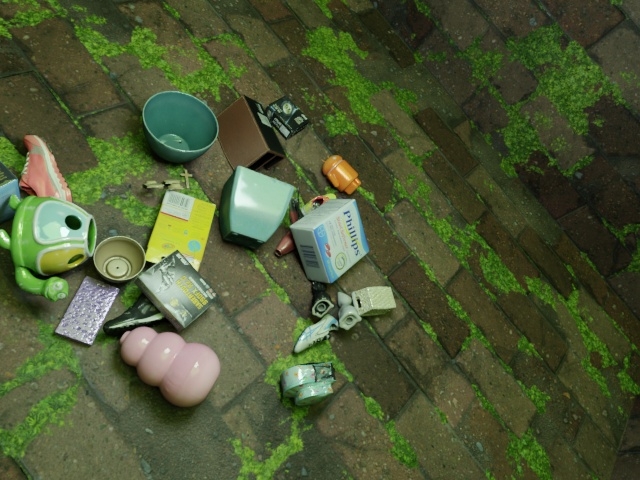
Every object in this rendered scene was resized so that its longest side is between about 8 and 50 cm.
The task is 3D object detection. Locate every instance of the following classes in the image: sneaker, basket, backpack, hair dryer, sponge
[{"bbox_3d":[-0.988,-0.237,1.571,0.136,0.116,0.313,-25,79,-35],"label":"sneaker"},{"bbox_3d":[0.238,0.265,1.992,0.167,0.103,0.113,4,63,-40],"label":"basket"},{"bbox_3d":[-0.052,0.530,1.665,0.189,0.166,0.144,11,51,-22],"label":"backpack"},{"bbox_3d":[-0.015,0.380,1.811,0.086,0.085,0.237,38,47,23],"label":"sneaker"},{"bbox_3d":[-0.120,-0.068,1.935,0.224,0.080,0.293,28,81,-54],"label":"hair dryer"},{"bbox_3d":[0.010,-0.176,2.117,0.209,0.094,0.081,-33,82,-39],"label":"sneaker"},{"bbox_3d":[-0.771,0.233,1.498,0.117,0.031,0.210,25,55,-16],"label":"sponge"},{"bbox_3d":[-0.612,0.238,1.552,0.283,0.107,0.124,-13,68,-44],"label":"sneaker"}]

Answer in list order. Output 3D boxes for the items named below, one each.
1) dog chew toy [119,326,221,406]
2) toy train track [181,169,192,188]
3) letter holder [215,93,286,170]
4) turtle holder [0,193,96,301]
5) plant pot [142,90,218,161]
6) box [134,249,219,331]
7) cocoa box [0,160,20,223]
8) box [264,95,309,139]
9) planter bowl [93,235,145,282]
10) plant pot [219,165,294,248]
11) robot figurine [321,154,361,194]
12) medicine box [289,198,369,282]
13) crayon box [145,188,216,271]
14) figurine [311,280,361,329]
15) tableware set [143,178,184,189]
[{"bbox_3d":[-0.497,0.396,1.470,0.332,0.206,0.206,31,54,-3],"label":"dog chew toy"},{"bbox_3d":[-0.561,-0.255,1.887,0.048,0.014,0.083,1,71,-37],"label":"toy train track"},{"bbox_3d":[-0.330,-0.463,2.060,0.152,0.214,0.301,4,57,-64],"label":"letter holder"},{"bbox_3d":[-0.847,0.005,1.415,0.228,0.243,0.320,1,36,-14],"label":"turtle holder"},{"bbox_3d":[-0.588,-0.432,1.849,0.290,0.195,0.290,13,60,-24],"label":"plant pot"},{"bbox_3d":[-0.494,0.171,1.566,0.231,0.056,0.183,50,44,-4],"label":"box"},{"bbox_3d":[-1.137,-0.126,1.352,0.228,0.231,0.347,46,52,-1],"label":"cocoa box"},{"bbox_3d":[-0.172,-0.615,2.256,0.180,0.077,0.147,47,52,0],"label":"box"},{"bbox_3d":[-0.702,0.080,1.569,0.162,0.109,0.162,13,60,-24],"label":"planter bowl"},{"bbox_3d":[-0.284,-0.111,1.835,0.247,0.248,0.252,20,69,-20],"label":"plant pot"},{"bbox_3d":[0.097,-0.330,2.226,0.219,0.128,0.158,45,77,-1],"label":"robot figurine"},{"bbox_3d":[0.046,-0.005,1.943,0.289,0.149,0.263,-37,119,-37],"label":"medicine box"},{"bbox_3d":[-0.541,-0.023,1.733,0.202,0.081,0.318,20,57,-19],"label":"crayon box"},{"bbox_3d":[0.058,0.256,1.891,0.215,0.092,0.209,28,18,-16],"label":"figurine"},{"bbox_3d":[-0.614,-0.220,1.767,0.141,0.169,0.020,-5,109,-26],"label":"tableware set"}]
